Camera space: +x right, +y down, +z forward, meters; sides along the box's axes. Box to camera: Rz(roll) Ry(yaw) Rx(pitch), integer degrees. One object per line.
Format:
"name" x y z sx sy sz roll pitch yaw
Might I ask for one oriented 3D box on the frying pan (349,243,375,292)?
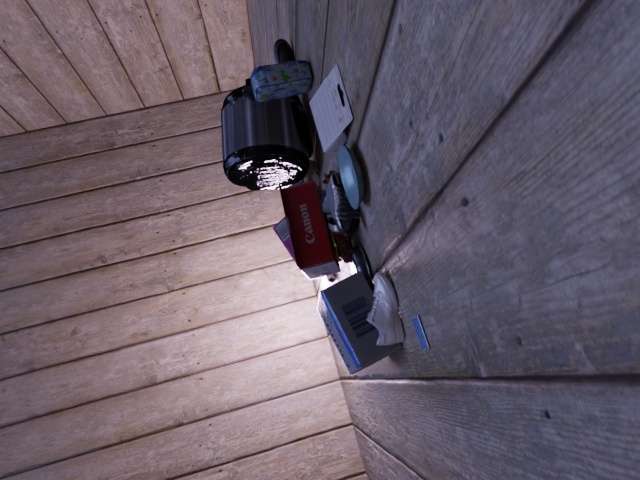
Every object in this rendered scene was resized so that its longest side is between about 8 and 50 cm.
"frying pan" 0.155 0.152 1.580 0.197 0.053 0.326 81 174 -45

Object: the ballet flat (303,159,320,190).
"ballet flat" -0.036 -0.255 2.130 0.248 0.086 0.086 88 165 -56

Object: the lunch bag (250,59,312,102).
"lunch bag" -0.145 -0.584 1.732 0.176 0.219 0.090 145 111 -83

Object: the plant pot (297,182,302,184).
"plant pot" -0.074 -0.235 2.349 0.109 0.097 0.108 129 126 -81

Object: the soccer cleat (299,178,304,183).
"soccer cleat" -0.115 -0.319 2.482 0.289 0.094 0.120 140 127 -80

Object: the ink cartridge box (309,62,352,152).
"ink cartridge box" 0.047 -0.390 1.406 0.225 0.056 0.180 -33 70 63

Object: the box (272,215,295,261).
"box" -0.062 0.013 2.086 0.213 0.117 0.243 54 -167 28

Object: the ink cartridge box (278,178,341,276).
"ink cartridge box" -0.036 -0.041 1.672 0.272 0.130 0.309 58 -163 -74

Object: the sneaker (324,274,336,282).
"sneaker" 0.048 0.193 2.427 0.134 0.051 0.070 103 158 -65

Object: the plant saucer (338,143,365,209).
"plant saucer" 0.097 -0.189 1.375 0.195 0.038 0.194 166 90 -83

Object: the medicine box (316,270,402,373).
"medicine box" 0.114 0.277 1.528 0.263 0.149 0.289 62 168 17

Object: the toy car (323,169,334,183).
"toy car" 0.041 -0.244 1.781 0.041 0.060 0.122 34 -158 -10

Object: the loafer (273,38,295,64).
"loafer" -0.132 -0.731 1.969 0.078 0.080 0.219 39 149 62

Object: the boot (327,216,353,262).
"boot" 0.086 0.002 1.662 0.244 0.089 0.176 -95 -8 -84

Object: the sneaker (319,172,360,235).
"sneaker" 0.056 -0.097 1.540 0.132 0.086 0.228 -44 46 51

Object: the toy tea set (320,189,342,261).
"toy tea set" 0.008 -0.059 1.956 0.200 0.125 0.335 100 155 -73

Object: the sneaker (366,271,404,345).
"sneaker" 0.171 0.197 1.336 0.080 0.094 0.212 164 92 -84

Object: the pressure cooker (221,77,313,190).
"pressure cooker" -0.240 -0.464 1.993 0.370 0.376 0.419 -27 63 45

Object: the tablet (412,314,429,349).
"tablet" 0.248 0.228 1.159 0.054 0.006 0.083 99 155 -71
